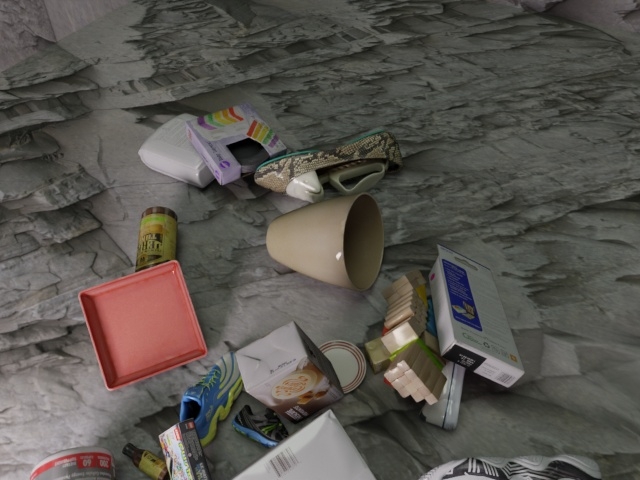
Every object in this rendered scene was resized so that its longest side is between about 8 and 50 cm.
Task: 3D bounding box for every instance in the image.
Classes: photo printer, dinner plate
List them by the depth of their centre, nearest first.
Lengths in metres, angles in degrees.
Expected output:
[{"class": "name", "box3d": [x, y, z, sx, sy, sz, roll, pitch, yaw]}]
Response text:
[{"class": "dinner plate", "box3d": [0.041, 0.309, 1.202, 0.141, 0.017, 0.141, -4, 51, 5]}, {"class": "photo printer", "box3d": [-0.464, -0.327, 1.737, 0.307, 0.107, 0.256, 21, 55, 23]}]

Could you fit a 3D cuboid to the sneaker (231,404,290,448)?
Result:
[{"class": "sneaker", "box3d": [-0.108, 0.418, 1.098, 0.188, 0.067, 0.078, 15, 60, 22]}]

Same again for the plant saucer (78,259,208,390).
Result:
[{"class": "plant saucer", "box3d": [-0.446, 0.211, 1.258, 0.258, 0.048, 0.259, -19, 86, -9]}]

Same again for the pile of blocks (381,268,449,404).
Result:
[{"class": "pile of blocks", "box3d": [0.204, 0.224, 1.131, 0.149, 0.112, 0.362, 37, 34, -18]}]

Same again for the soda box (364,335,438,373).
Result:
[{"class": "soda box", "box3d": [0.199, 0.254, 1.201, 0.181, 0.058, 0.061, -20, 51, -10]}]

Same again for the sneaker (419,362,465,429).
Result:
[{"class": "sneaker", "box3d": [0.282, 0.295, 1.132, 0.091, 0.094, 0.258, 11, 52, 13]}]

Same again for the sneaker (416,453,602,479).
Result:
[{"class": "sneaker", "box3d": [0.361, 0.520, 0.905, 0.365, 0.138, 0.210, -3, 47, 0]}]

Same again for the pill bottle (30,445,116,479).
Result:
[{"class": "pill bottle", "box3d": [-0.475, 0.570, 0.956, 0.161, 0.161, 0.283, -19, 51, -9]}]

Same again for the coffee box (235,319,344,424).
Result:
[{"class": "coffee box", "box3d": [-0.059, 0.291, 1.065, 0.141, 0.247, 0.098, -29, 50, 1]}]

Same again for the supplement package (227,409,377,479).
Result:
[{"class": "supplement package", "box3d": [-0.039, 0.488, 0.943, 0.261, 0.145, 0.204, -30, 74, -18]}]

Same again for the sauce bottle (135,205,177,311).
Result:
[{"class": "sauce bottle", "box3d": [-0.468, 0.063, 1.408, 0.111, 0.111, 0.345, -9, 56, -1]}]

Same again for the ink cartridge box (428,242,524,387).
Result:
[{"class": "ink cartridge box", "box3d": [0.353, 0.159, 1.172, 0.175, 0.069, 0.371, 25, 34, -10]}]

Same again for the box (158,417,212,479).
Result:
[{"class": "box", "box3d": [-0.264, 0.478, 0.998, 0.036, 0.114, 0.207, -6, 63, -42]}]

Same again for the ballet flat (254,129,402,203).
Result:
[{"class": "ballet flat", "box3d": [0.040, -0.213, 1.561, 0.482, 0.164, 0.182, -17, 66, -9]}]

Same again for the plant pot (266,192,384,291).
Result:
[{"class": "plant pot", "box3d": [0.000, 0.000, 1.343, 0.273, 0.257, 0.257, 2, 49, 31]}]

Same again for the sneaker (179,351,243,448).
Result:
[{"class": "sneaker", "box3d": [-0.248, 0.348, 1.135, 0.091, 0.126, 0.240, 8, 52, 13]}]

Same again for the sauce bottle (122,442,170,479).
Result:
[{"class": "sauce bottle", "box3d": [-0.383, 0.489, 1.090, 0.128, 0.042, 0.042, 21, 56, 21]}]

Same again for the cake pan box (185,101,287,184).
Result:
[{"class": "cake pan box", "box3d": [-0.275, -0.320, 1.620, 0.245, 0.070, 0.267, -26, 64, -23]}]
